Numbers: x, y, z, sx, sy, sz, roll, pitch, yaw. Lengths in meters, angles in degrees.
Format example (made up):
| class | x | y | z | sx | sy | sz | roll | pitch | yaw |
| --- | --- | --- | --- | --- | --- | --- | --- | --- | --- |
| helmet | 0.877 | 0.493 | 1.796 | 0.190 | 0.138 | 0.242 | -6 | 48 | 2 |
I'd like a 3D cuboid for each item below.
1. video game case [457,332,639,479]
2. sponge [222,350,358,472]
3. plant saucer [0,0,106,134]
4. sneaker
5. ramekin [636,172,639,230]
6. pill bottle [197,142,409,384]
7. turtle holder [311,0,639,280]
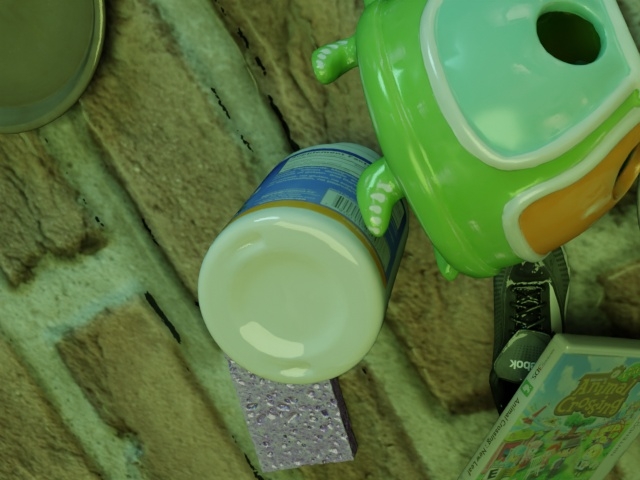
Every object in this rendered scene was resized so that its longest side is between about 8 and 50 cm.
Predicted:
| class | x | y | z | sx | sy | sz | roll | pitch | yaw |
| --- | --- | --- | --- | --- | --- | --- | --- | --- | --- |
| video game case | 0.260 | 0.177 | 0.872 | 0.212 | 0.023 | 0.193 | 8 | 120 | -35 |
| sponge | -0.039 | 0.167 | 0.999 | 0.117 | 0.031 | 0.210 | -10 | 109 | 16 |
| plant saucer | -0.344 | -0.248 | 0.895 | 0.278 | 0.041 | 0.278 | 5 | 113 | 11 |
| sneaker | 0.210 | 0.095 | 0.874 | 0.078 | 0.106 | 0.234 | 3 | 112 | 10 |
| ramekin | 0.409 | -0.057 | 0.758 | 0.273 | 0.127 | 0.273 | 4 | 112 | 10 |
| pill bottle | 0.000 | 0.000 | 0.791 | 0.152 | 0.272 | 0.152 | 4 | 112 | 10 |
| turtle holder | 0.150 | -0.135 | 0.744 | 0.227 | 0.320 | 0.243 | -23 | 135 | 23 |
